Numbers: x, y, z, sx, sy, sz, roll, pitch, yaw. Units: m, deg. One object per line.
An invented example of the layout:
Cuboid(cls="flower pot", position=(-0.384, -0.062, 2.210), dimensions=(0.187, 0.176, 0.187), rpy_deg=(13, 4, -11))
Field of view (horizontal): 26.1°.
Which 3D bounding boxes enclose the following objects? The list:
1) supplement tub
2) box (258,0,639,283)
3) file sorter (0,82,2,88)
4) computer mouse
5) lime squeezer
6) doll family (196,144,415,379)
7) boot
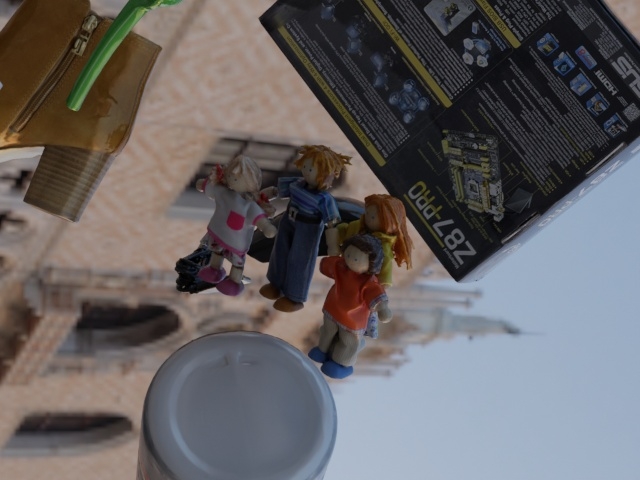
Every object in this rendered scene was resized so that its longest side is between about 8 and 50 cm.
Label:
Cuboid(cls="supplement tub", position=(-0.097, 0.243, 1.449), dimensions=(0.316, 0.193, 0.193), rpy_deg=(104, -24, -57))
Cuboid(cls="box", position=(0.165, -0.199, 1.533), dimensions=(0.318, 0.097, 0.395), rpy_deg=(-41, -104, 16))
Cuboid(cls="file sorter", position=(-0.398, -0.142, 1.021), dimensions=(0.173, 0.193, 0.277), rpy_deg=(-59, 168, -12))
Cuboid(cls="computer mouse", position=(-0.052, -0.001, 1.644), dimensions=(0.262, 0.184, 0.060), rpy_deg=(-6, -70, 21))
Cuboid(cls="lime squeezer", position=(-0.092, -0.211, 1.106), dimensions=(0.059, 0.310, 0.110), rpy_deg=(69, 8, 29))
Cuboid(cls="doll family", position=(0.000, 0.000, 1.313), dimensions=(0.263, 0.118, 0.163), rpy_deg=(33, -61, 35))
Cuboid(cls="boot", position=(-0.318, -0.161, 1.338), dimensions=(0.104, 0.295, 0.211), rpy_deg=(122, -11, -84))
